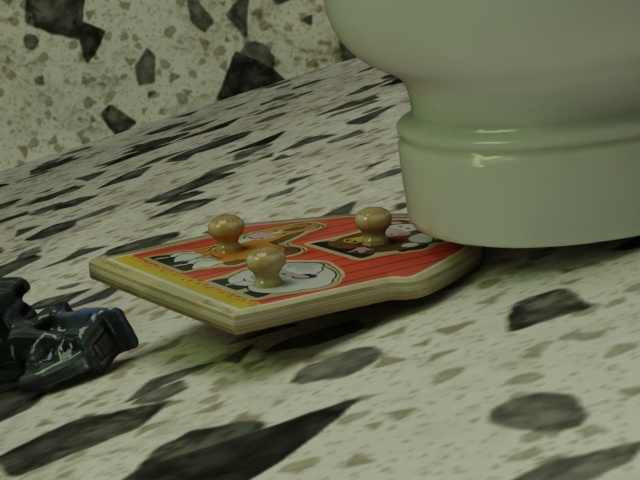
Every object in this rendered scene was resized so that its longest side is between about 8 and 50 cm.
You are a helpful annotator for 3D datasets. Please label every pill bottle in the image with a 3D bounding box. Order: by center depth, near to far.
[{"bbox_3d":[0.101,-0.215,0.800,0.229,0.407,0.229,-8,14,2],"label":"pill bottle"}]

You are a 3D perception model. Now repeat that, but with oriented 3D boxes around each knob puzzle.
[{"bbox_3d":[0.000,0.000,0.872,0.213,0.030,0.213,-5,12,1],"label":"knob puzzle"}]

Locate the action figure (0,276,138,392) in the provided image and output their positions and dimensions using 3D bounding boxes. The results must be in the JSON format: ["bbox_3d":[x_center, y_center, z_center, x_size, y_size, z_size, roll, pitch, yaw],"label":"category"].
[{"bbox_3d":[-0.284,0.029,0.912,0.341,0.178,0.330,-6,25,28],"label":"action figure"}]
